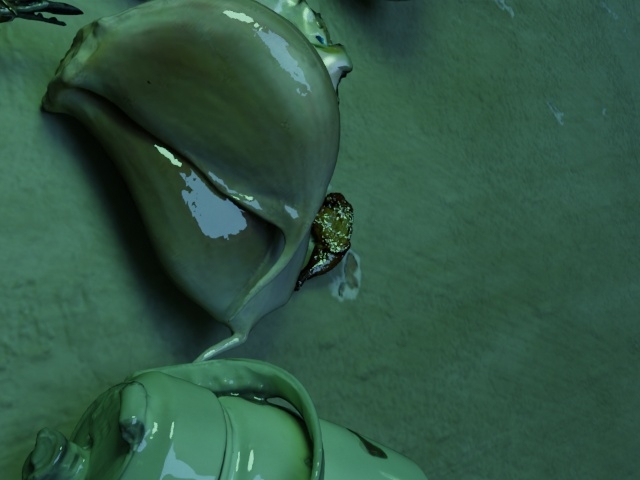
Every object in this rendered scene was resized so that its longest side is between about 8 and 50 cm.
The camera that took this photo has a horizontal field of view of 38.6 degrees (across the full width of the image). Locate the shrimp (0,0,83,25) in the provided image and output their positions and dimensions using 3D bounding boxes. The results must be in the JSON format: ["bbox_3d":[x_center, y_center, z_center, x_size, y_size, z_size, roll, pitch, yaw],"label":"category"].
[{"bbox_3d":[-0.355,-0.159,0.733,0.372,0.137,0.172,-3,115,-37],"label":"shrimp"}]

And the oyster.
[{"bbox_3d":[-0.052,-0.219,1.064,0.259,0.092,0.198,47,49,-11],"label":"oyster"}]

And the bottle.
[{"bbox_3d":[-0.073,0.223,0.801,0.351,0.229,0.229,33,56,-30],"label":"bottle"}]

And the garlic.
[{"bbox_3d":[-0.082,-0.071,0.883,0.246,0.231,0.340,-15,82,-48],"label":"garlic"}]

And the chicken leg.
[{"bbox_3d":[0.004,0.002,1.078,0.062,0.037,0.145,22,59,-13],"label":"chicken leg"}]
